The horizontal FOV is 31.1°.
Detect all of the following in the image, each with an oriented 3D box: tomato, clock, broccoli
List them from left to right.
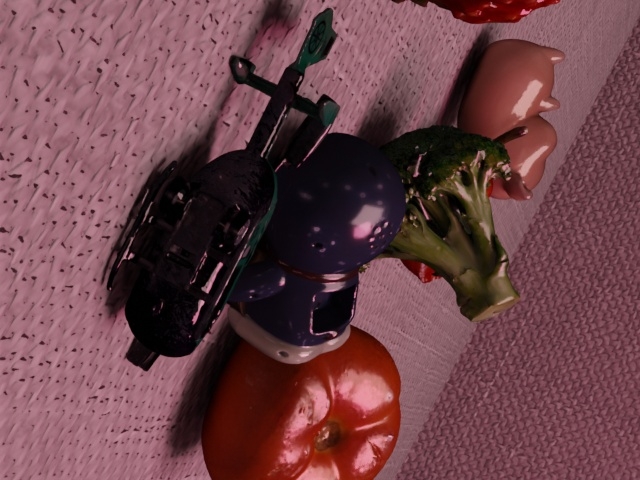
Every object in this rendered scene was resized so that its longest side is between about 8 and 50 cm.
[{"bbox_3d":[-0.026,0.206,1.374,0.260,0.180,0.259,-13,115,-29],"label":"tomato"},{"bbox_3d":[0.000,0.000,1.222,0.200,0.146,0.243,-11,131,-41],"label":"clock"},{"bbox_3d":[0.153,-0.014,1.489,0.254,0.269,0.269,-34,165,7],"label":"broccoli"}]

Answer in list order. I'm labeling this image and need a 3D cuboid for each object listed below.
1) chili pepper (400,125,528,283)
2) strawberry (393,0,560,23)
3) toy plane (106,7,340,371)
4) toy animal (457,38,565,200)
[{"bbox_3d":[0.181,-0.080,1.685,0.135,0.131,0.338,-27,154,-20],"label":"chili pepper"},{"bbox_3d":[0.145,-0.315,0.847,0.351,0.267,0.312,-24,178,44],"label":"strawberry"},{"bbox_3d":[-0.079,-0.038,1.026,0.381,0.106,0.155,-64,170,4],"label":"toy plane"},{"bbox_3d":[0.285,-0.183,1.753,0.166,0.154,0.250,179,-85,-77],"label":"toy animal"}]
